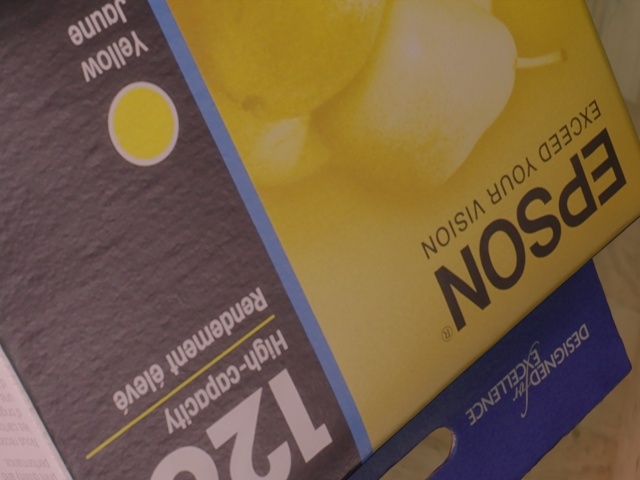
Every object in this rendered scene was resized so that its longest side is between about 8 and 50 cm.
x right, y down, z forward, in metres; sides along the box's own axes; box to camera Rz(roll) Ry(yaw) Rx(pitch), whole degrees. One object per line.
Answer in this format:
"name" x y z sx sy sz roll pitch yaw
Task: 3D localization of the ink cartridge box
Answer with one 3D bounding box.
"ink cartridge box" 0.000 0.000 0.711 0.303 0.072 0.307 -39 111 -35
